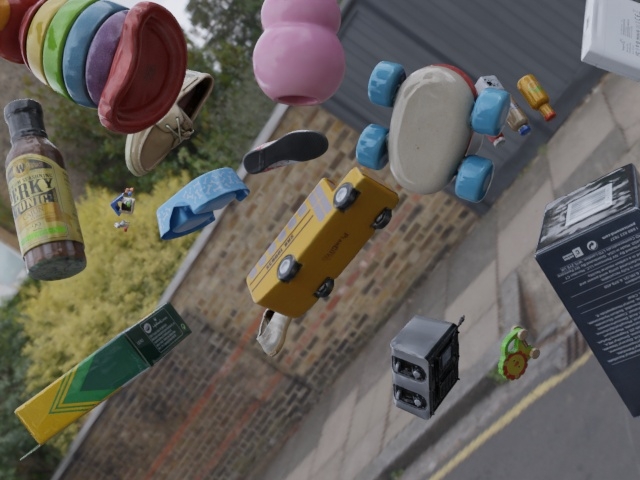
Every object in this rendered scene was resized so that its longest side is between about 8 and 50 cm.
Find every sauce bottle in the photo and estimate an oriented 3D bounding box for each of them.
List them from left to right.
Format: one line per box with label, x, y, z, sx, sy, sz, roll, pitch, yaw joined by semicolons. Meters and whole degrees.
sauce bottle;-0.518;-0.098;1.392;0.111;0.344;0.111;-19;-19;-7

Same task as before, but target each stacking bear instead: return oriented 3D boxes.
stacking bear;-0.349;-0.275;1.061;0.175;0.289;0.164;-70;-15;8

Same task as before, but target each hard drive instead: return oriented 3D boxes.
hard drive;0.760;-0.426;1.688;0.047;0.353;0.233;111;178;-55

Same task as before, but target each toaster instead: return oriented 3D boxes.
toaster;0.233;0.268;1.660;0.186;0.110;0.168;-39;-47;-45

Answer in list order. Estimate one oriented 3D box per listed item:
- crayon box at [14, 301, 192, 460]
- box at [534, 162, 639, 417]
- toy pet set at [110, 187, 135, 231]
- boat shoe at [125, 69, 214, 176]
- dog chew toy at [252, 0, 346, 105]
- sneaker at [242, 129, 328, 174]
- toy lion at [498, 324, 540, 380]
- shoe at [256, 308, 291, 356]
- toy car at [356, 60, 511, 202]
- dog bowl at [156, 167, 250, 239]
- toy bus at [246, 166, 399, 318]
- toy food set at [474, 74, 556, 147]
crayon box;-0.413;0.253;1.397;0.323;0.083;0.203;-36;2;15
box;0.628;0.092;1.517;0.212;0.395;0.293;-30;8;28
toy pet set;-0.569;-0.100;2.155;0.114;0.065;0.122;-102;23;-70
boat shoe;-0.341;-0.273;1.728;0.302;0.098;0.109;-65;-28;-28
dog chew toy;-0.042;-0.471;1.669;0.206;0.206;0.332;154;119;-84
sneaker;-0.082;-0.264;2.177;0.270;0.090;0.145;-15;10;25
toy lion;0.409;0.243;1.594;0.096;0.100;0.034;-41;28;-10
shoe;-0.106;0.187;1.813;0.076;0.058;0.219;-47;15;28
toy car;0.216;-0.199;1.279;0.238;0.219;0.210;-31;-45;-56
dog bowl;-0.312;-0.096;1.953;0.297;0.074;0.166;-31;-9;39
toy bus;0.000;0.000;1.451;0.332;0.108;0.130;-52;33;18
toy food set;0.347;-0.251;1.501;0.232;0.104;0.111;-13;-28;-32
